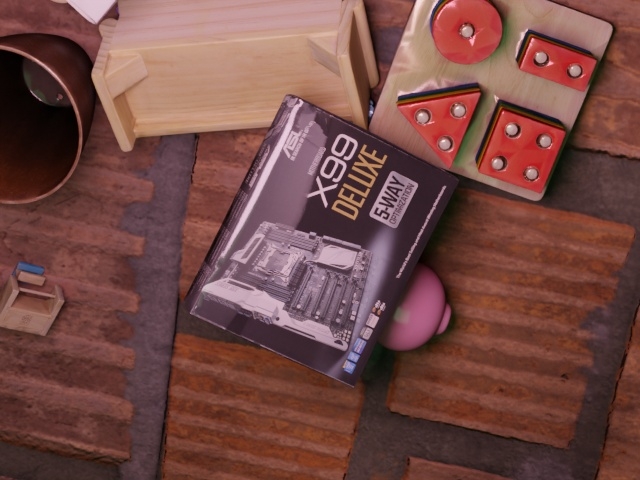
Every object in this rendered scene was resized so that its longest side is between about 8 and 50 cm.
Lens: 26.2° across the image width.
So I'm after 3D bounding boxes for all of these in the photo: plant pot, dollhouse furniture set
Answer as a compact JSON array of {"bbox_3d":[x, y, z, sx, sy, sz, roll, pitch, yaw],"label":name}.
[{"bbox_3d":[-0.391,-0.194,1.853,0.215,0.230,0.215,4,116,8],"label":"plant pot"},{"bbox_3d":[-0.507,0.078,2.082,0.183,0.129,0.129,16,121,-31],"label":"dollhouse furniture set"}]

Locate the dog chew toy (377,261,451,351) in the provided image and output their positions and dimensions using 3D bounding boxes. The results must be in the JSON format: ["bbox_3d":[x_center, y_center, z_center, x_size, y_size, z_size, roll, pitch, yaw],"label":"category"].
[{"bbox_3d":[0.024,0.058,1.926,0.331,0.206,0.207,19,117,-9],"label":"dog chew toy"}]

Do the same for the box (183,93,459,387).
[{"bbox_3d":[0.000,0.000,1.771,0.242,0.076,0.307,26,93,-16],"label":"box"}]

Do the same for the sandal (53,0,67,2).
[{"bbox_3d":[-0.422,-0.408,1.825,0.088,0.079,0.240,-25,101,37],"label":"sandal"}]

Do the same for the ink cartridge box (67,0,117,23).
[{"bbox_3d":[-0.213,-0.440,1.691,0.131,0.226,0.306,41,108,-16],"label":"ink cartridge box"}]

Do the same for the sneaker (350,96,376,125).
[{"bbox_3d":[0.049,-0.167,1.893,0.162,0.063,0.073,8,105,-3],"label":"sneaker"}]

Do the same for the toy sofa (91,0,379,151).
[{"bbox_3d":[-0.110,-0.240,1.848,0.362,0.177,0.150,-4,139,11],"label":"toy sofa"}]

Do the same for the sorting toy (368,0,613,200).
[{"bbox_3d":[0.219,-0.199,1.794,0.255,0.089,0.257,19,109,-4],"label":"sorting toy"}]
